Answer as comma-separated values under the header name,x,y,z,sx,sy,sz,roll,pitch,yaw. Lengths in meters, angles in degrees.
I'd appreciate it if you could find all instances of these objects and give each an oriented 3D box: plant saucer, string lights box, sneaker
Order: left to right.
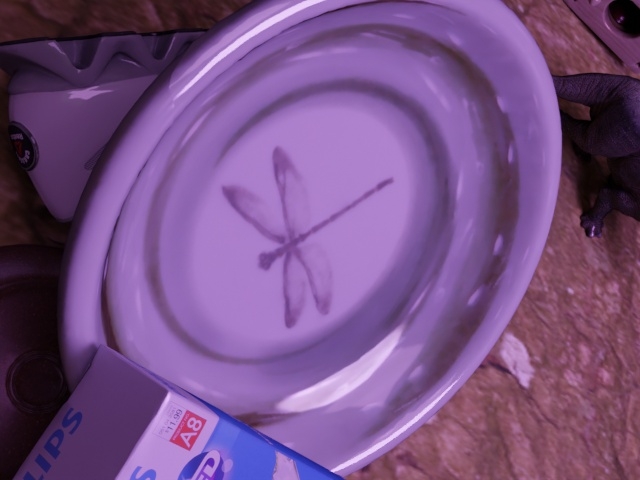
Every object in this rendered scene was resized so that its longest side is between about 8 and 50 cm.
name,x,y,z,sx,sy,sz,roll,pitch,yaw
plant saucer,-0.193,0.097,0.547,0.199,0.036,0.198,7,76,-29
string lights box,-0.065,0.182,0.504,0.260,0.077,0.133,42,74,-45
sneaker,-0.075,-0.095,0.629,0.331,0.122,0.146,-16,105,-33
plant saucer,0.000,0.000,0.581,0.400,0.100,0.400,-19,127,-28

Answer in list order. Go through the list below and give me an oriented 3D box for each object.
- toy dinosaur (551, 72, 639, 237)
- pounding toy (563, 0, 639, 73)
name,x,y,z,sx,sy,sz,roll,pitch,yaw
toy dinosaur,0.323,-0.094,0.823,0.121,0.160,0.313,-31,96,-32
pounding toy,0.330,-0.297,0.921,0.206,0.094,0.181,44,65,-4
